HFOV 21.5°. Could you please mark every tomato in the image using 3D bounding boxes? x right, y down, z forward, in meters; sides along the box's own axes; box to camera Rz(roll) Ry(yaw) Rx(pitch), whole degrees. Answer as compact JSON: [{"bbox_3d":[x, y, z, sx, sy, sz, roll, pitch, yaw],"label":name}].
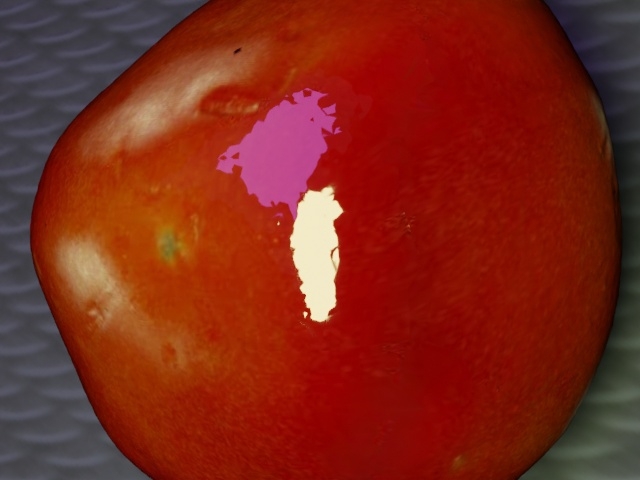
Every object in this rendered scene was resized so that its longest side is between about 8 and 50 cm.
[{"bbox_3d":[0.000,0.000,0.788,0.299,0.226,0.298,-1,87,30],"label":"tomato"}]
